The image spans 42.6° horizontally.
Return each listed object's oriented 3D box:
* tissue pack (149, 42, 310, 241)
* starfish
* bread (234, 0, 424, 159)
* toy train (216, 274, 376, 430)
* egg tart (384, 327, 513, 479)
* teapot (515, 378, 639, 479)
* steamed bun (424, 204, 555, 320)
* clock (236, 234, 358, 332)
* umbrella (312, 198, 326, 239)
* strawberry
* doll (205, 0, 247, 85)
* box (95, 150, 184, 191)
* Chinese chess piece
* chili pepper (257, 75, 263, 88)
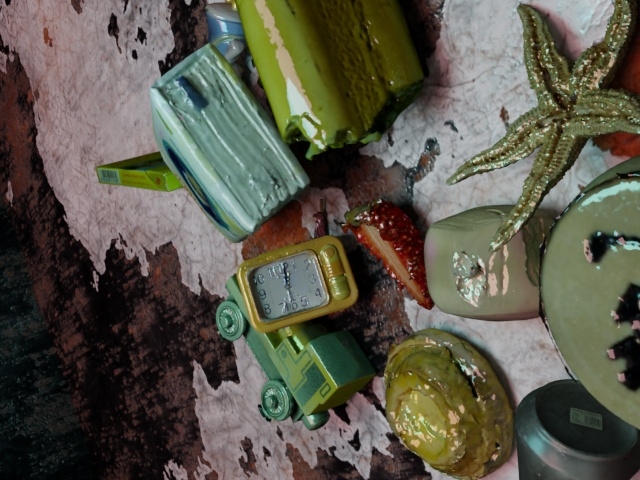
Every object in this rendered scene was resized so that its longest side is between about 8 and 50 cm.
[{"bbox_3d":[-0.171,-0.150,1.466,0.287,0.162,0.388,55,170,-3],"label":"tissue pack"},{"bbox_3d":[0.294,-0.168,1.039,0.358,0.078,0.347,-31,52,52],"label":"starfish"},{"bbox_3d":[0.003,-0.323,1.274,0.376,0.251,0.208,71,160,0],"label":"bread"},{"bbox_3d":[-0.070,0.190,1.640,0.369,0.150,0.237,56,131,22],"label":"toy train"},{"bbox_3d":[0.195,0.282,1.368,0.279,0.095,0.279,21,118,45],"label":"egg tart"},{"bbox_3d":[0.357,0.326,1.139,0.203,0.171,0.225,15,127,15],"label":"teapot"},{"bbox_3d":[0.229,0.039,1.175,0.238,0.152,0.170,-5,95,58],"label":"steamed bun"},{"bbox_3d":[-0.040,0.079,1.499,0.096,0.202,0.143,-6,-102,-88],"label":"clock"},{"bbox_3d":[0.000,0.000,1.570,0.027,0.025,0.165,10,114,27],"label":"umbrella"},{"bbox_3d":[0.130,0.012,1.376,0.208,0.087,0.167,51,166,-11],"label":"strawberry"},{"bbox_3d":[-0.186,-0.373,1.609,0.135,0.099,0.241,24,124,25],"label":"doll"},{"bbox_3d":[-0.342,-0.158,1.814,0.335,0.187,0.047,10,114,50],"label":"box"},{"bbox_3d":[0.422,0.067,0.947,0.349,0.146,0.349,27,125,46],"label":"Chinese chess piece"},{"bbox_3d":[-0.073,-0.332,1.519,0.073,0.050,0.182,55,142,13],"label":"chili pepper"}]
